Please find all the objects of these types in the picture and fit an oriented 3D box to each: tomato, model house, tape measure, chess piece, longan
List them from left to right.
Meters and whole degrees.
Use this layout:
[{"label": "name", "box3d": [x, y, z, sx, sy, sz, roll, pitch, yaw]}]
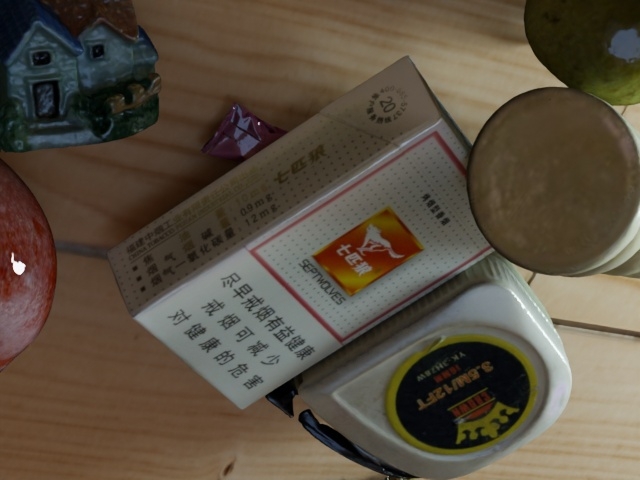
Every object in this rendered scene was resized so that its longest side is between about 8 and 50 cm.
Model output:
[{"label": "tomato", "box3d": [-0.354, 0.019, 1.511, 0.270, 0.227, 0.270, -18, 154, -9]}, {"label": "model house", "box3d": [-0.207, -0.165, 1.497, 0.148, 0.119, 0.148, -8, 122, -12]}, {"label": "tape measure", "box3d": [0.106, 0.137, 1.836, 0.271, 0.133, 0.231, -32, 123, 10]}, {"label": "longan", "box3d": [0.250, -0.188, 1.617, 0.176, 0.145, 0.154, -13, 118, 47]}, {"label": "chess piece", "box3d": [0.266, -0.035, 1.686, 0.167, 0.167, 0.300, -43, 156, 17]}]

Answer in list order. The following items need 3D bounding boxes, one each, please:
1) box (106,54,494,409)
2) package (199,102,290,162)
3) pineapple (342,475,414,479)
[{"label": "box", "box3d": [0.000, 0.001, 1.689, 0.330, 0.095, 0.210, -32, 141, 10]}, {"label": "package", "box3d": [-0.062, -0.086, 1.658, 0.083, 0.029, 0.059, 27, 110, -32]}, {"label": "pineapple", "box3d": [0.068, 0.292, 1.998, 0.114, 0.114, 0.077, -39, 168, -6]}]
